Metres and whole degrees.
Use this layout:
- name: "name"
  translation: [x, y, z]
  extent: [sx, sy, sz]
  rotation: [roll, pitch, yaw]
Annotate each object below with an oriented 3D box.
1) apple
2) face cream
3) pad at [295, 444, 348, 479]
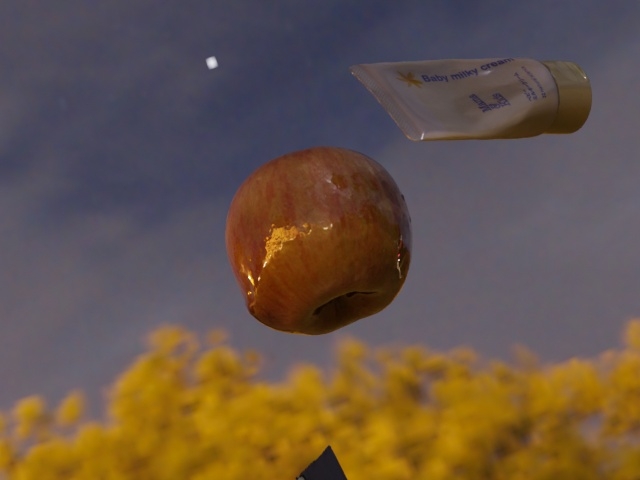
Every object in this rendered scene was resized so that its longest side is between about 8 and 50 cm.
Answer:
- name: "apple"
  translation: [0.000, 0.000, 2.146]
  extent: [0.211, 0.188, 0.211]
  rotation: [-14, -22, -6]
- name: "face cream"
  translation: [0.142, -0.129, 1.749]
  extent: [0.224, 0.114, 0.070]
  rotation: [-2, -51, -36]
- name: "pad"
  translation: [0.036, 0.296, 1.847]
  extent: [0.004, 0.193, 0.116]
  rotation: [-27, 3, 20]
